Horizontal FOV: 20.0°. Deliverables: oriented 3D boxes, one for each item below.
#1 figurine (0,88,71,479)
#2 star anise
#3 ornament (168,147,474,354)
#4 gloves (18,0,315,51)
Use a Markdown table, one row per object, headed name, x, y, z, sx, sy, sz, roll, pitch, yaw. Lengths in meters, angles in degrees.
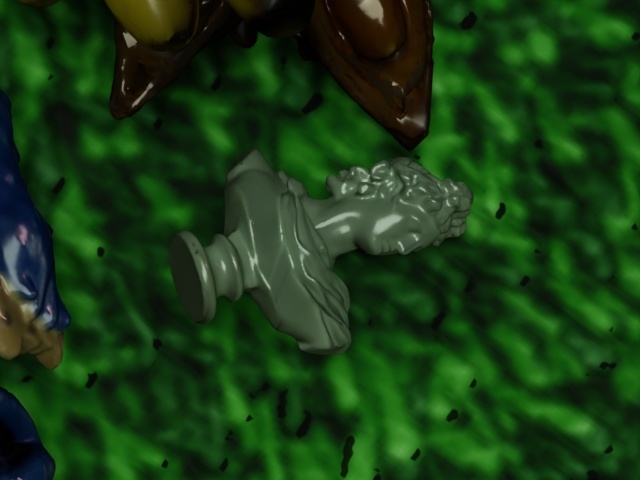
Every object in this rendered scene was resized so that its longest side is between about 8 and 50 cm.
| name | x | y | z | sx | sy | sz | roll | pitch | yaw |
| --- | --- | --- | --- | --- | --- | --- | --- | --- | --- |
| figurine | -0.170 | -0.007 | 0.543 | 0.164 | 0.121 | 0.262 | -28 | 94 | -40 |
| star anise | -0.039 | -0.112 | 0.582 | 0.157 | 0.053 | 0.212 | -31 | 87 | -5 |
| ornament | -0.003 | 0.000 | 0.576 | 0.068 | 0.041 | 0.092 | 46 | 67 | -5 |
| gloves | -0.060 | -0.193 | 0.542 | 0.133 | 0.116 | 0.294 | -25 | 74 | 40 |
